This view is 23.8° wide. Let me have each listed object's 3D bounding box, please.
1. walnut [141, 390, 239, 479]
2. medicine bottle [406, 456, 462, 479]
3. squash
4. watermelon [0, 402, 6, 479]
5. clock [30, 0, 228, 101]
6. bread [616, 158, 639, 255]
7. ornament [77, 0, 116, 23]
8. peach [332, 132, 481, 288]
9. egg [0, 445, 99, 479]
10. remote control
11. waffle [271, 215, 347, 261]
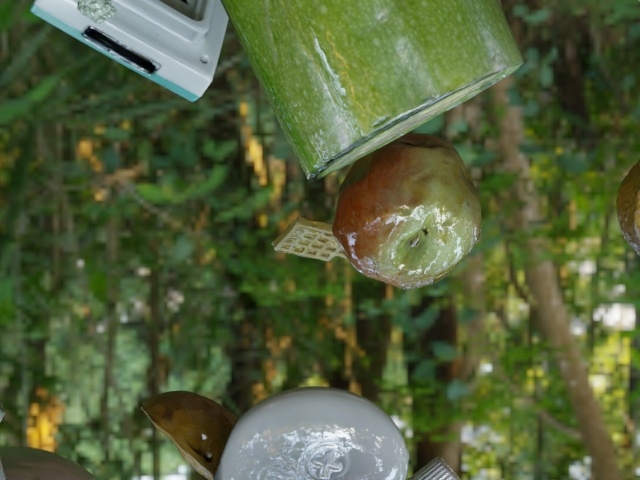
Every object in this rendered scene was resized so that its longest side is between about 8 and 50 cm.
[{"bbox_3d":[-0.134,0.267,1.978,0.087,0.211,0.167,-42,-179,-9],"label":"walnut"},{"bbox_3d":[0.099,0.368,1.964,0.203,0.083,0.083,-40,-178,2],"label":"medicine bottle"},{"bbox_3d":[0.014,-0.289,1.549,0.263,0.384,0.263,-27,179,0],"label":"squash"},{"bbox_3d":[-0.356,0.237,1.511,0.121,0.158,0.098,-11,171,-27],"label":"watermelon"},{"bbox_3d":[-0.239,-0.350,2.069,0.262,0.231,0.116,28,136,-22],"label":"clock"},{"bbox_3d":[0.535,-0.027,2.316,0.139,0.229,0.143,-36,-159,-3],"label":"bread"},{"bbox_3d":[-0.243,-0.259,1.497,0.041,0.092,0.068,-29,-145,1],"label":"ornament"},{"bbox_3d":[0.129,-0.049,2.166,0.214,0.214,0.235,0,-144,6],"label":"peach"},{"bbox_3d":[-0.440,0.462,2.126,0.354,0.354,0.340,-1,170,-7],"label":"egg"},{"bbox_3d":[-0.023,0.312,1.840,0.221,0.332,0.103,15,-148,-8],"label":"remote control"},{"bbox_3d":[0.000,0.000,2.427,0.135,0.021,0.092,12,143,-27],"label":"waffle"}]
